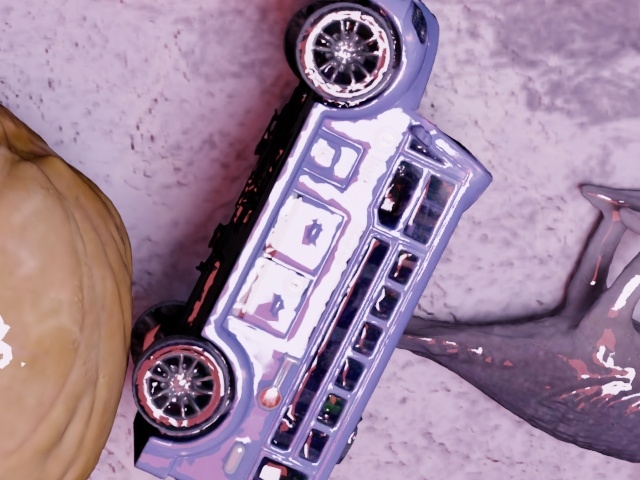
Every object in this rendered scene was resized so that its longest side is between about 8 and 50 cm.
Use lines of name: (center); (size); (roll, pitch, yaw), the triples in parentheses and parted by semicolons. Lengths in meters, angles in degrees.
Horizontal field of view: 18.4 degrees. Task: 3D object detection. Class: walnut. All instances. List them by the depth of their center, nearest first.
walnut: (-0.250, 0.060, 1.066); (0.277, 0.252, 0.313); (33, 109, -15)

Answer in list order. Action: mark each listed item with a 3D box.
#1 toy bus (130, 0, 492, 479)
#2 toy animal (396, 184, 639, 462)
toy bus: (0.000, 0.000, 1.078); (0.133, 0.125, 0.292); (26, 95, -9)
toy animal: (0.157, 0.061, 1.165); (0.367, 0.081, 0.206); (28, 108, -8)
